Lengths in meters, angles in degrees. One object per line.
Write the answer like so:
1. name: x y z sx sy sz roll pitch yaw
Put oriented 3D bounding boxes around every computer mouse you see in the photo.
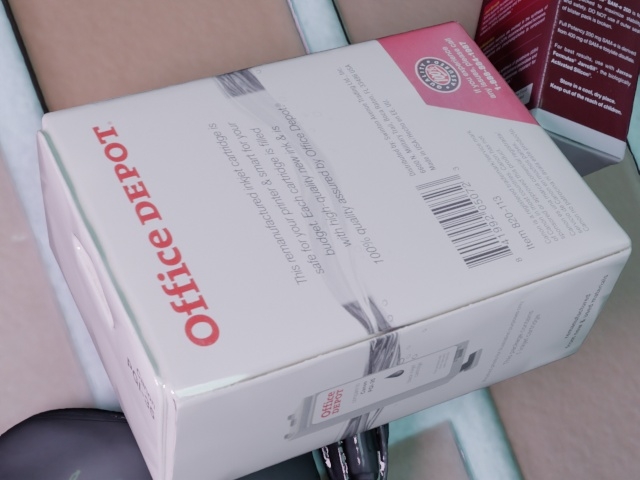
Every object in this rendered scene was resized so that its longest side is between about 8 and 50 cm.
1. computer mouse: -0.068 0.154 0.738 0.272 0.072 0.189 3 80 -23

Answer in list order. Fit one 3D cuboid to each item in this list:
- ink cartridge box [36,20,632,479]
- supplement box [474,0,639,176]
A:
1. ink cartridge box: 0.000 0.000 0.736 0.283 0.117 0.207 -16 56 -22
2. supplement box: 0.166 -0.159 0.864 0.073 0.130 0.239 18 75 -16
